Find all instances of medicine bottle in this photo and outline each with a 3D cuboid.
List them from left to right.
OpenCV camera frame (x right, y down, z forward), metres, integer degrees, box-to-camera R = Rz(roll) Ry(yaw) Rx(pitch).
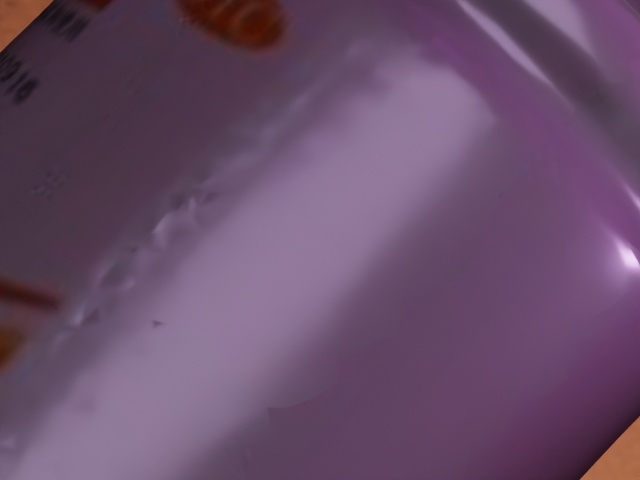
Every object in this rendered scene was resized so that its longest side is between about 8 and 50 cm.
[{"bbox_3d":[0.000,0.000,0.437,0.202,0.202,0.316,44,84,5],"label":"medicine bottle"}]
